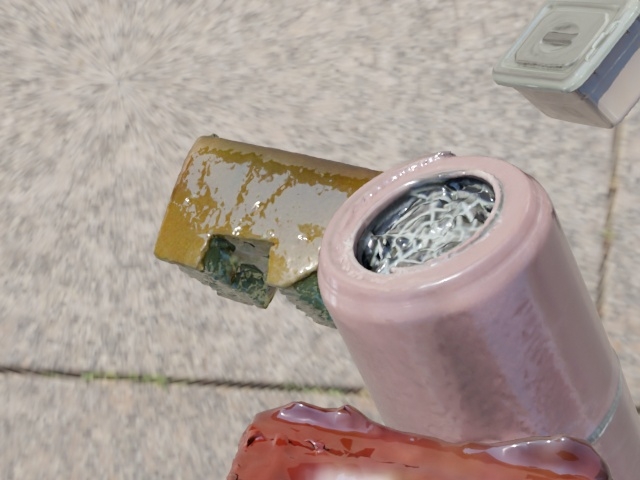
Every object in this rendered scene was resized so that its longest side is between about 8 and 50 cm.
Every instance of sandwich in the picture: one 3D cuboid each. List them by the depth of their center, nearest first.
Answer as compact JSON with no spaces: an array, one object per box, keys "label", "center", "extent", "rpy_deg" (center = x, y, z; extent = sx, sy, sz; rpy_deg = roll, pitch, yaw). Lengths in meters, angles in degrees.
[{"label":"sandwich","center":[0.000,0.000,1.278],"extent":[0.235,0.122,0.128],"rpy_deg":[11,71,28]}]

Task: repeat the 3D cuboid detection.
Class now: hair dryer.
[{"label":"hair dryer","center":[0.076,0.136,0.714],"extent":[0.125,0.352,0.210],"rpy_deg":[-15,124,18]}]

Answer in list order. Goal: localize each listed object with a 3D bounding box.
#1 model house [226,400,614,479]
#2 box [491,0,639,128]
[{"label":"model house","center":[0.038,0.176,0.399],"extent":[0.196,0.254,0.160],"rpy_deg":[12,113,7]},{"label":"box","center":[0.195,-0.132,1.155],"extent":[0.062,0.122,0.089],"rpy_deg":[43,82,-25]}]
